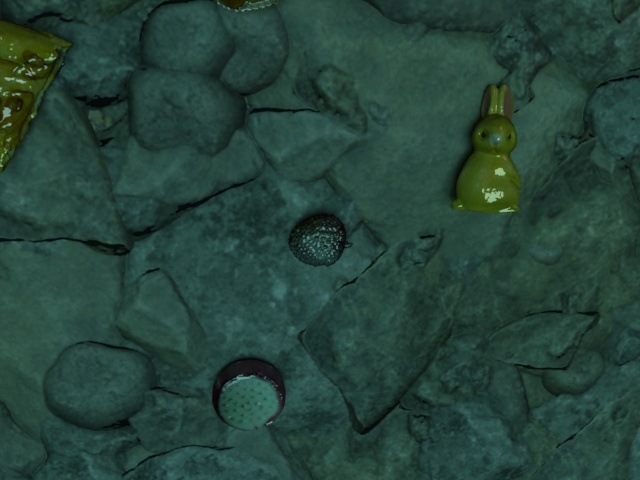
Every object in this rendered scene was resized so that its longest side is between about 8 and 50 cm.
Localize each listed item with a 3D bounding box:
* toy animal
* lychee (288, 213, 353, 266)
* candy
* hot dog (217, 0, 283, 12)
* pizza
[{"bbox_3d":[0.211,-0.114,0.843,0.083,0.070,0.159,2,105,-5],"label":"toy animal"},{"bbox_3d":[0.000,0.000,0.862,0.083,0.068,0.067,-3,68,-2],"label":"lychee"},{"bbox_3d":[-0.099,0.215,0.937,0.103,0.043,0.103,-2,109,-5],"label":"candy"},{"bbox_3d":[-0.095,-0.345,0.731,0.108,0.059,0.191,-20,108,-4],"label":"hot dog"},{"bbox_3d":[-0.449,-0.154,0.749,0.366,0.074,0.182,-8,101,-2],"label":"pizza"}]
